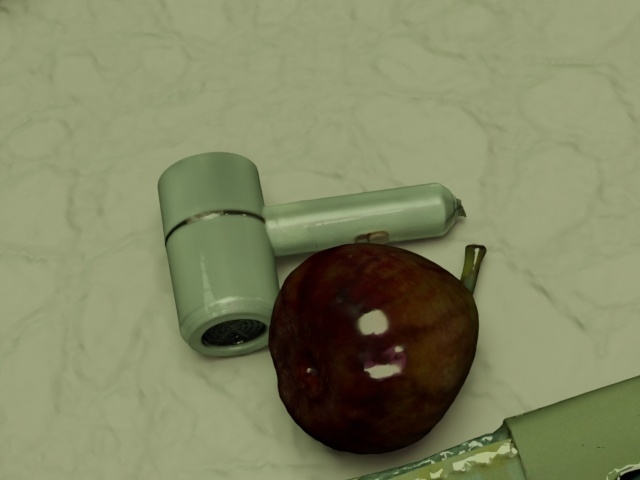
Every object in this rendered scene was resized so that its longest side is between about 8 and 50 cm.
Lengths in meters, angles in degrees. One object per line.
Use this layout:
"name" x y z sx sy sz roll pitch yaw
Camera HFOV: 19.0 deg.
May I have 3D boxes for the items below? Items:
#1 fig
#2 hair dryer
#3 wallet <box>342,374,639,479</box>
"fig" 0.039 0.038 0.816 0.125 0.089 0.089 -20 56 -41
"hair dryer" 0.000 0.000 0.854 0.137 0.047 0.082 -8 61 -8
"wallet" 0.141 0.156 0.740 0.310 0.077 0.223 -15 64 -2
